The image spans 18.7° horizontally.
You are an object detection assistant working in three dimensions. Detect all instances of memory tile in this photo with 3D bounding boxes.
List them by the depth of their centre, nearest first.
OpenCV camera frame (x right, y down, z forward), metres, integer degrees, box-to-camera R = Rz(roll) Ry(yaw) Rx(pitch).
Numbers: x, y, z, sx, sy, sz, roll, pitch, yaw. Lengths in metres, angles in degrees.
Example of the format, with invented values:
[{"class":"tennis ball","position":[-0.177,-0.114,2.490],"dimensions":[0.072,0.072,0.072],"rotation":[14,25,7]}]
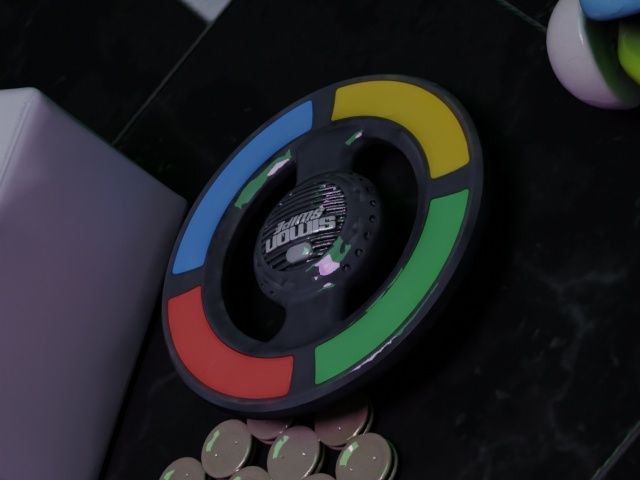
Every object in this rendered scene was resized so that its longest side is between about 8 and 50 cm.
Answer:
[{"class":"memory tile","position":[-0.026,0.136,1.107],"dimensions":[0.148,0.012,0.113],"rotation":[-40,46,12]}]

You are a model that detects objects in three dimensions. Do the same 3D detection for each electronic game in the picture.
[{"class":"electronic game","position":[0.000,0.000,1.132],"dimensions":[0.229,0.048,0.229],"rotation":[-23,46,26]}]

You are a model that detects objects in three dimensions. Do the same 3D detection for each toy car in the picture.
[{"class":"toy car","position":[0.182,-0.167,1.031],"dimensions":[0.159,0.136,0.182],"rotation":[-16,55,32]}]

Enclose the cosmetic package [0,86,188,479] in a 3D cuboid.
[{"class":"cosmetic package","position":[-0.329,0.041,1.310],"dimensions":[0.453,0.161,0.230],"rotation":[1,65,40]}]
